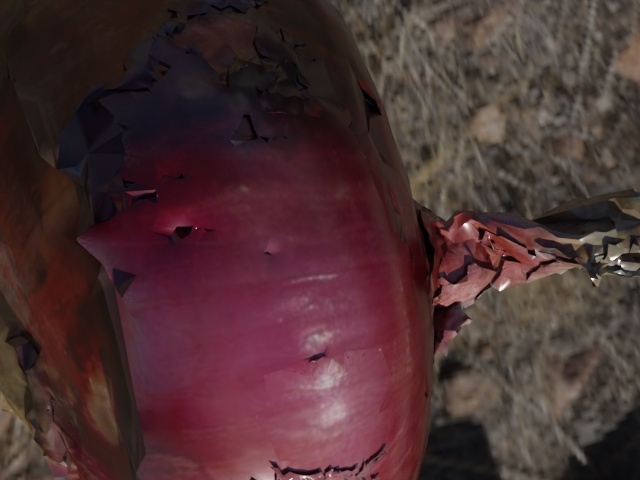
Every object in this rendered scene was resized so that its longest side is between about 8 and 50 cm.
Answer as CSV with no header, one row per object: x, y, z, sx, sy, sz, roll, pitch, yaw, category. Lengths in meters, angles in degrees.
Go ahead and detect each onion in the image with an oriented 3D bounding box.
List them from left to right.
0.000,0.000,0.380,0.140,0.150,0.150,-15,116,-12,onion
